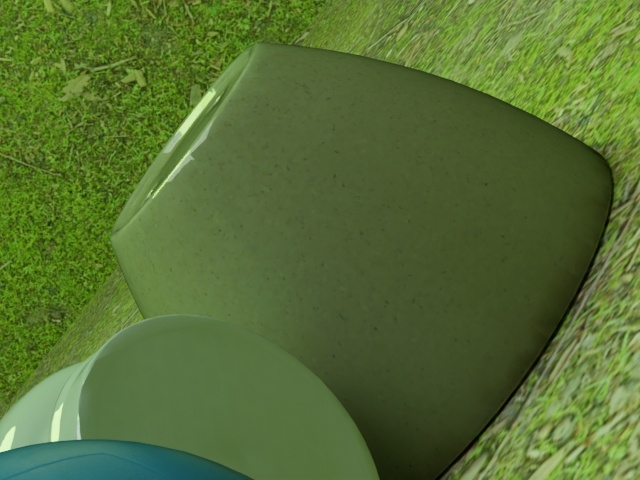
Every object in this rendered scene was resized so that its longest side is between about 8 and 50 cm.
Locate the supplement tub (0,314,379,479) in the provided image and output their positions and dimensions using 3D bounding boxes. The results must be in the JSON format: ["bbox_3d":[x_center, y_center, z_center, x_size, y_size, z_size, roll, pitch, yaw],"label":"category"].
[{"bbox_3d":[-0.127,0.211,0.914,0.316,0.228,0.228,-48,12,37],"label":"supplement tub"}]

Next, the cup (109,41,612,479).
[{"bbox_3d":[0.000,0.000,1.048,0.331,0.237,0.331,-50,12,14],"label":"cup"}]

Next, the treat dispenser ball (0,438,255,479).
[{"bbox_3d":[-0.094,0.225,0.615,0.288,0.288,0.288,-50,12,14],"label":"treat dispenser ball"}]
